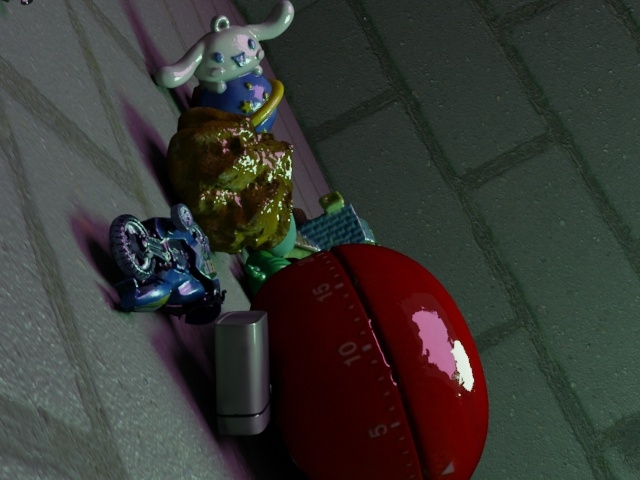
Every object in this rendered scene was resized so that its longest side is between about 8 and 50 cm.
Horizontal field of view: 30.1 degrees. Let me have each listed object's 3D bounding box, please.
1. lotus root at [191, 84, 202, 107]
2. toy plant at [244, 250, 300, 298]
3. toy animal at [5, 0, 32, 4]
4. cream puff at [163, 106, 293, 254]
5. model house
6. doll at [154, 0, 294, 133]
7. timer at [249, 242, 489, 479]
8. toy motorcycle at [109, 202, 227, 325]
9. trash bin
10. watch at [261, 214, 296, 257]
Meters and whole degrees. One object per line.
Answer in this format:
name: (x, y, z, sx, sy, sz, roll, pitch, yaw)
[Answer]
lotus root: (-0.194, -0.239, 2.378, 0.108, 0.094, 0.190, 6, 62, -59)
toy plant: (-0.069, 0.070, 2.010, 0.200, 0.105, 0.143, 35, 9, -44)
toy animal: (-0.401, -0.380, 1.434, 0.216, 0.074, 0.176, 65, -9, -5)
cream puff: (-0.139, -0.092, 1.848, 0.244, 0.196, 0.244, 1, 90, -89)
model house: (0.000, 0.000, 2.226, 0.195, 0.214, 0.189, -110, 176, -47)
doll: (-0.154, -0.318, 2.260, 0.242, 0.311, 0.160, 51, -17, -21)
timer: (0.064, 0.190, 1.590, 0.378, 0.279, 0.377, 160, -90, -82)
toy motorcycle: (-0.174, 0.036, 1.378, 0.254, 0.092, 0.135, 3, 68, -72)
trash bin: (-0.092, 0.155, 1.409, 0.116, 0.059, 0.129, -56, 144, -83)
watch: (-0.122, -0.072, 2.078, 0.237, 0.068, 0.195, 40, -23, 56)
